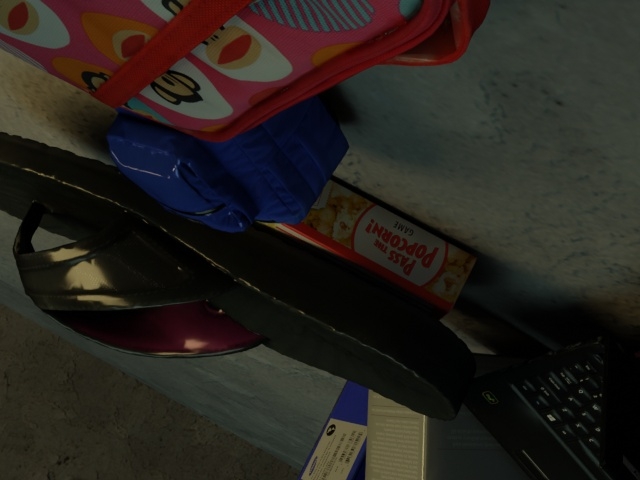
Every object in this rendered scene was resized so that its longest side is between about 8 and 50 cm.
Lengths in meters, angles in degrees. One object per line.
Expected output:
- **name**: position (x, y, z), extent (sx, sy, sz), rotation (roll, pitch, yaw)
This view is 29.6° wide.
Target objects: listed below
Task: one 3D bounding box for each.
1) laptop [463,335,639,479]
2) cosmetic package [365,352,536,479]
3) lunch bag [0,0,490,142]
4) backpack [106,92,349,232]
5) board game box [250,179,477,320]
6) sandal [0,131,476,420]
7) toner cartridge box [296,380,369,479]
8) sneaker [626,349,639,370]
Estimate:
- **laptop**: position (0.191, 0.188, 0.723), extent (0.234, 0.136, 0.264), rotation (49, 149, -5)
- **cosmetic package**: position (0.106, 0.203, 0.907), extent (0.127, 0.237, 0.107), rotation (8, 174, -24)
- **lunch bag**: position (-0.059, -0.132, 0.419), extent (0.258, 0.120, 0.293), rotation (28, 166, -17)
- **backpack**: position (-0.052, -0.056, 0.659), extent (0.098, 0.101, 0.120), rotation (25, 169, 37)
- **board game box**: position (0.000, 0.000, 0.845), extent (0.193, 0.045, 0.147), rotation (28, 165, 1)
- **sandal**: position (-0.110, 0.034, 0.851), extent (0.446, 0.107, 0.167), rotation (22, 163, 26)
- **toner cartridge box**: position (0.150, 0.234, 1.117), extent (0.348, 0.165, 0.075), rotation (38, 163, -30)
- **sneaker**: position (0.272, 0.130, 0.784), extent (0.178, 0.072, 0.077), rotation (36, 172, 17)
